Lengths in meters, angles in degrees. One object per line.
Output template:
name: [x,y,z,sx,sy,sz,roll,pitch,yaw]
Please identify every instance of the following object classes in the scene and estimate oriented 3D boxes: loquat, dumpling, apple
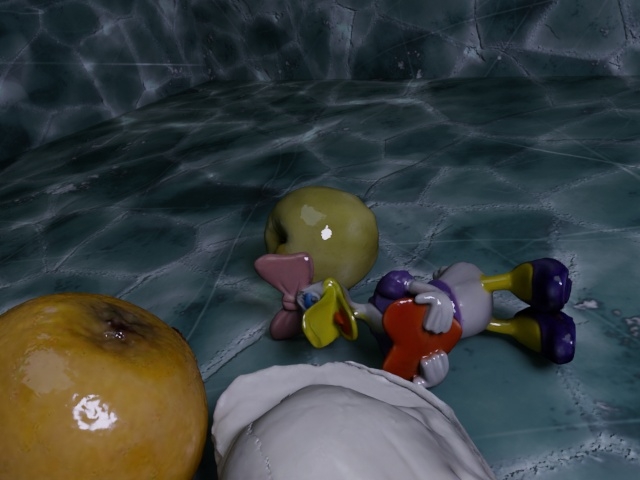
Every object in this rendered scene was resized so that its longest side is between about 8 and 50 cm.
loquat: [-0.244,0.181,0.566,0.263,0.263,0.263,-8,28,4]
dumpling: [0.043,0.226,0.471,0.260,0.181,0.341,-11,5,-19]
apple: [0.000,0.000,0.885,0.200,0.200,0.200,-8,28,4]

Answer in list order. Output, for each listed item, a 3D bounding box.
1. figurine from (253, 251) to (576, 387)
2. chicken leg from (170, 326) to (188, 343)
figurine: [0.117,0.086,0.720,0.420,0.154,0.193,-5,24,7]
chicken leg: [-0.329,0.198,0.744,0.304,0.093,0.113,-20,41,-9]
